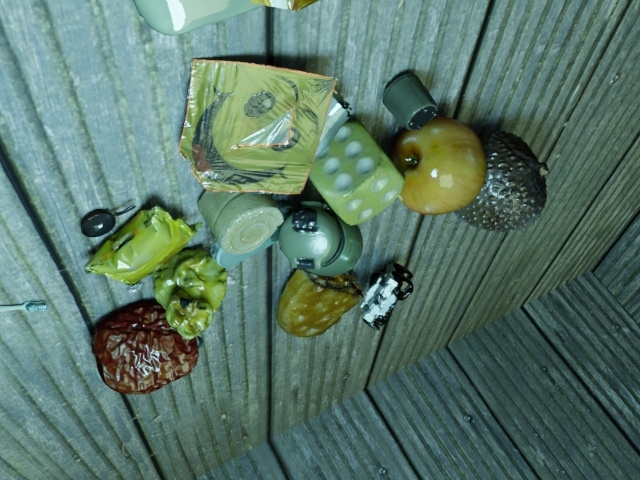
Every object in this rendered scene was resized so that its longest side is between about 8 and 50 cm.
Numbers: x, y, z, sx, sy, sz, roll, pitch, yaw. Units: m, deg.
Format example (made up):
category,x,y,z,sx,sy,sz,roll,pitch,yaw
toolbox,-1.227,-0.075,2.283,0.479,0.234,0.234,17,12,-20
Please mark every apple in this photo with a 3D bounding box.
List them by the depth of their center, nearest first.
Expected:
category,x,y,z,sx,sy,sz,roll,pitch,yaw
apple,0.270,-0.179,1.625,0.242,0.242,0.241,-45,150,22

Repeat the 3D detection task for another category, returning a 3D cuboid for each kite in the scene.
category,x,y,z,sx,sy,sz,roll,pitch,yaw
kite,-0.108,-0.215,1.260,0.328,0.013,0.377,-31,134,5

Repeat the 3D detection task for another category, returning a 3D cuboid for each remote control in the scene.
category,x,y,z,sx,sy,sz,roll,pitch,yaw
remote control,-0.152,-0.017,1.563,0.247,0.052,0.104,-29,148,-40

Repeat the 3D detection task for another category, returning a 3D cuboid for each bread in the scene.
category,x,y,z,sx,sy,sz,roll,pitch,yaw
bread,-0.173,-0.065,1.420,0.148,0.141,0.134,-42,148,13

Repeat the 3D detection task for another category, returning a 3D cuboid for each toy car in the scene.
category,x,y,z,sx,sy,sz,roll,pitch,yaw
toy car,0.201,0.168,2.148,0.193,0.118,0.301,-58,180,12

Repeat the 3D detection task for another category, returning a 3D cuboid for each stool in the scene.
category,x,y,z,sx,sy,sz,roll,pitch,yaw
stool,0.195,-0.299,1.462,0.096,0.110,0.096,-28,157,-13

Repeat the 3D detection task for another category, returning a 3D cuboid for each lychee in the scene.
category,x,y,z,sx,sy,sz,roll,pitch,yaw
lychee,0.478,-0.150,1.832,0.300,0.300,0.300,-26,152,-15

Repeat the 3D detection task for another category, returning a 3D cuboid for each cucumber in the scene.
category,x,y,z,sx,sy,sz,roll,pitch,yaw
cucumber,-0.114,-0.261,1.268,0.039,0.039,0.168,-33,149,0

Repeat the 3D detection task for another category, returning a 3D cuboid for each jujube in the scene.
category,x,y,z,sx,sy,sz,roll,pitch,yaw
jujube,-0.417,0.258,1.608,0.232,0.213,0.213,-17,149,-27

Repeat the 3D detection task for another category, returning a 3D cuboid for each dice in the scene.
category,x,y,z,sx,sy,sz,roll,pitch,yaw
dice,0.074,-0.152,1.510,0.166,0.169,0.169,-38,153,7

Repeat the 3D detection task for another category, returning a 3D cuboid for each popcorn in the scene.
category,x,y,z,sx,sy,sz,roll,pitch,yaw
popcorn,-0.288,0.120,1.537,0.169,0.195,0.173,-6,138,-29

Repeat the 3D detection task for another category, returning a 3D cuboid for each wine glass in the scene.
category,x,y,z,sx,sy,sz,roll,pitch,yaw
wine glass,-0.035,-0.209,1.370,0.222,0.103,0.103,-44,151,20

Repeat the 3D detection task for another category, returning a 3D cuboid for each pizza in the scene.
category,x,y,z,sx,sy,sz,roll,pitch,yaw
pizza,-0.010,0.179,2.026,0.278,0.114,0.408,-30,154,-6

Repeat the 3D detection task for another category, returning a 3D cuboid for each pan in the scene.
category,x,y,z,sx,sy,sz,roll,pitch,yaw
pan,-0.414,-0.047,1.313,0.115,0.023,0.068,-29,152,-3

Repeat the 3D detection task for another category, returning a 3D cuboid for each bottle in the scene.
category,x,y,z,sx,sy,sz,roll,pitch,yaw
bottle,0.000,-0.002,1.591,0.168,0.168,0.347,-37,170,6

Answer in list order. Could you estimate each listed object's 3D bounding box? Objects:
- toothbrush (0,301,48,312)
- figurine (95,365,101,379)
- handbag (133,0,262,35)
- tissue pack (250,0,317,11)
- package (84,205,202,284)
category,x,y,z,sx,sy,sz,roll,pitch,yaw
toothbrush,-0.690,0.142,1.327,0.304,0.030,0.030,-1,139,-44
figurine,-0.484,0.320,1.746,0.147,0.126,0.192,-30,170,31
handbag,-0.166,-0.431,0.867,0.241,0.109,0.315,-26,149,-16
tissue pack,-0.018,-0.444,0.900,0.183,0.092,0.226,-51,152,-47
package,-0.364,0.012,1.394,0.226,0.090,0.168,-36,156,11
